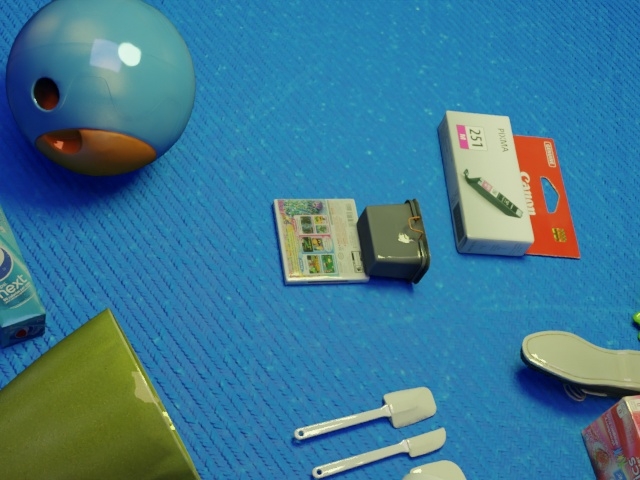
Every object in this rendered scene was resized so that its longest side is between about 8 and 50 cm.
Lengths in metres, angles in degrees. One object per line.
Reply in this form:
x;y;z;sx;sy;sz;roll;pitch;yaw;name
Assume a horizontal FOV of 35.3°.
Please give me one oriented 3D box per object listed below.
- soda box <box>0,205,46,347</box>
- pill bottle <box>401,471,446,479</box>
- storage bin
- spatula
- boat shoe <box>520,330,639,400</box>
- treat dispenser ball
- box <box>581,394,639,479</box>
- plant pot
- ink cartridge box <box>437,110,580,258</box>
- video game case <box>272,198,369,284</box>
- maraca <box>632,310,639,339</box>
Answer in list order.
-0.472;0.045;1.478;0.067;0.071;0.210;-19;67;-26;soda box
0.114;0.443;1.370;0.131;0.131;0.229;36;57;7;pill bottle
0.119;-0.002;1.659;0.091;0.098;0.135;0;60;-19;storage bin
0.086;0.318;1.509;0.242;0.019;0.168;-11;69;-21;spatula
0.436;0.209;1.638;0.254;0.079;0.095;8;55;-14;boat shoe
-0.339;-0.244;1.562;0.288;0.288;0.288;7;58;-12;treat dispenser ball
0.530;0.393;1.511;0.142;0.154;0.300;-3;59;-18;box
-0.339;0.275;1.289;0.293;0.275;0.275;-28;70;-11;plant pot
0.347;-0.101;1.814;0.239;0.060;0.275;3;59;-13;ink cartridge box
0.000;0.000;1.675;0.143;0.019;0.157;-1;61;-16;video game case
0.624;0.111;1.746;0.127;0.099;0.186;36;82;9;maraca
